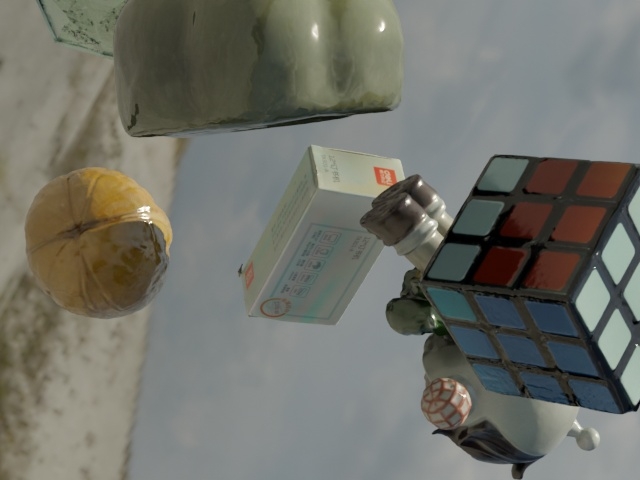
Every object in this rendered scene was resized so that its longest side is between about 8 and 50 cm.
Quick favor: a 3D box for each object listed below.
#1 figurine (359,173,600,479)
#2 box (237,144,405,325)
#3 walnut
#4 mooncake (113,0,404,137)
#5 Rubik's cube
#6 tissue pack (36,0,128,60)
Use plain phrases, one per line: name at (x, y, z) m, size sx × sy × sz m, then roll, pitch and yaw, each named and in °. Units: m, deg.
figurine at (0.173, 0.103, 1.807) m, size 0.167 × 0.370 × 0.281 m, roll -26°, pitch -167°, yaw 26°
box at (0.000, 0.000, 2.057) m, size 0.269 × 0.135 × 0.079 m, roll 119°, pitch -29°, yaw -44°
walnut at (-0.278, 0.003, 2.024) m, size 0.193 × 0.193 × 0.225 m, roll -61°, pitch 177°, yaw 1°
mooncake at (-0.054, -0.162, 1.422) m, size 0.275 × 0.275 × 0.135 m, roll -178°, pitch -96°, yaw -79°
Rubik's cube at (0.209, 0.036, 1.403) m, size 0.160 × 0.162 × 0.163 m, roll 6°, pitch -126°, yaw 41°
tissue pack at (-0.242, -0.380, 2.233) m, size 0.263 × 0.198 × 0.146 m, roll -50°, pitch 143°, yaw -32°
